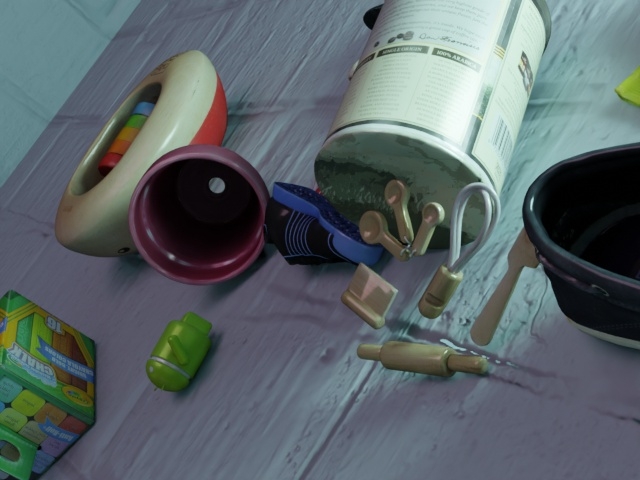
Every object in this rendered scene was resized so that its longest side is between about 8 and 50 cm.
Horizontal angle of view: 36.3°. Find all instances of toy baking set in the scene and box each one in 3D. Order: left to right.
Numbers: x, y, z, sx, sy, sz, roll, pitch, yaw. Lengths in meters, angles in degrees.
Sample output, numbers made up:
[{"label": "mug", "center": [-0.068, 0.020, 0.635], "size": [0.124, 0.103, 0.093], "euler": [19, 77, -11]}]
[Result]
[{"label": "toy baking set", "center": [0.110, 0.039, 0.962], "size": [0.256, 0.030, 0.197], "euler": [7, 97, 46]}]

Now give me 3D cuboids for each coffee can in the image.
[{"label": "coffee can", "center": [0.130, -0.159, 1.098], "size": [0.201, 0.201, 0.275], "euler": [-16, 43, 47]}]

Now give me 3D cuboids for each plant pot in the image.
[{"label": "plant pot", "center": [-0.168, -0.056, 1.449], "size": [0.201, 0.201, 0.180], "euler": [-42, 13, 15]}]

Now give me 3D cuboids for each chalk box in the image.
[{"label": "chalk box", "center": [-0.474, 0.249, 1.519], "size": [0.179, 0.180, 0.289], "euler": [-45, 29, 11]}]

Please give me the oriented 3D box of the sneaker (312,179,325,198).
[{"label": "sneaker", "center": [0.019, -0.080, 1.338], "size": [0.067, 0.042, 0.118], "euler": [-15, 51, 54]}]

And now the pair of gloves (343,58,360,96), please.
[{"label": "pair of gloves", "center": [0.118, -0.255, 1.409], "size": [0.204, 0.042, 0.240], "euler": [-46, 27, 8]}]

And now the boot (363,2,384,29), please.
[{"label": "boot", "center": [0.131, -0.368, 1.475], "size": [0.121, 0.045, 0.099], "euler": [-10, 40, 43]}]

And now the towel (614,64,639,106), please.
[{"label": "towel", "center": [0.402, -0.223, 0.973], "size": [0.237, 0.021, 0.102], "euler": [-49, 27, 4]}]

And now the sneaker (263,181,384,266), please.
[{"label": "sneaker", "center": [0.000, 0.000, 1.246], "size": [0.232, 0.081, 0.090], "euler": [36, 116, 53]}]

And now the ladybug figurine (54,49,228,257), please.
[{"label": "ladybug figurine", "center": [-0.305, -0.150, 1.775], "size": [0.305, 0.162, 0.449], "euler": [3, 58, 56]}]

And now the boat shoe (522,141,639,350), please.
[{"label": "boat shoe", "center": [0.335, 0.004, 0.652], "size": [0.500, 0.156, 0.187], "euler": [4, 57, 56]}]

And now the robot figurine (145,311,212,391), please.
[{"label": "robot figurine", "center": [-0.194, 0.156, 1.336], "size": [0.115, 0.067, 0.101], "euler": [-62, 12, -20]}]
